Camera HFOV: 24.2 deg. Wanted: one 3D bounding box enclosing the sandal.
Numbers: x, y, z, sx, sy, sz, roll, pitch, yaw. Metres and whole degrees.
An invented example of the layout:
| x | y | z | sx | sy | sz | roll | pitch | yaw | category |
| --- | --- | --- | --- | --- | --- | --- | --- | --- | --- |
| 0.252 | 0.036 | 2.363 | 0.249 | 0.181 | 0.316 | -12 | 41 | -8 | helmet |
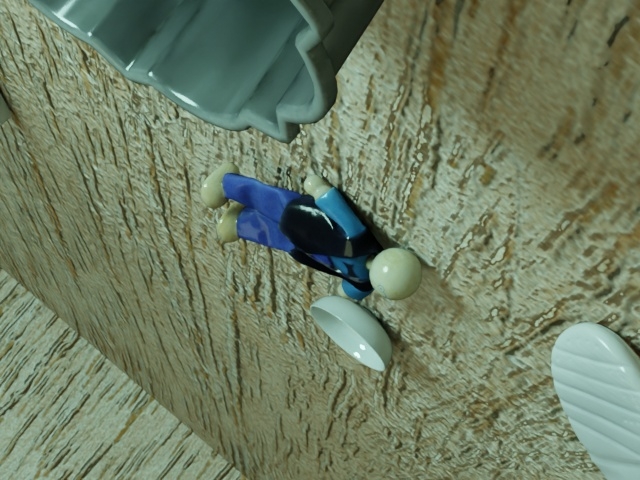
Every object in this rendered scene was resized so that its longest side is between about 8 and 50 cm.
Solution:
| x | y | z | sx | sy | sz | roll | pitch | yaw | category |
| --- | --- | --- | --- | --- | --- | --- | --- | --- | --- |
| 0.239 | 0.157 | 0.923 | 0.102 | 0.076 | 0.265 | -24 | 94 | 58 | sandal |

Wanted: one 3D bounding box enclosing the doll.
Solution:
| x | y | z | sx | sy | sz | roll | pitch | yaw | category |
| --- | --- | --- | --- | --- | --- | --- | --- | --- | --- |
| 0.000 | 0.000 | 1.099 | 0.189 | 0.046 | 0.129 | 21 | 147 | 38 | doll |

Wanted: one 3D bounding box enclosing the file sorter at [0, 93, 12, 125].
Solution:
| x | y | z | sx | sy | sz | roll | pitch | yaw | category |
| --- | --- | --- | --- | --- | --- | --- | --- | --- | --- |
| -0.468 | -0.182 | 1.511 | 0.193 | 0.173 | 0.277 | 37 | 164 | 15 | file sorter |

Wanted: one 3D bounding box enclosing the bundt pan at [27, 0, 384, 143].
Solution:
| x | y | z | sx | sy | sz | roll | pitch | yaw | category |
| --- | --- | --- | --- | --- | --- | --- | --- | --- | --- |
| -0.085 | -0.196 | 0.597 | 0.331 | 0.124 | 0.331 | 38 | 164 | 13 | bundt pan |

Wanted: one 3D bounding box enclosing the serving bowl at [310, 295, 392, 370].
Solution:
| x | y | z | sx | sy | sz | roll | pitch | yaw | category |
| --- | --- | --- | --- | --- | --- | --- | --- | --- | --- |
| 0.031 | 0.074 | 1.271 | 0.083 | 0.027 | 0.083 | 37 | 165 | 12 | serving bowl |
